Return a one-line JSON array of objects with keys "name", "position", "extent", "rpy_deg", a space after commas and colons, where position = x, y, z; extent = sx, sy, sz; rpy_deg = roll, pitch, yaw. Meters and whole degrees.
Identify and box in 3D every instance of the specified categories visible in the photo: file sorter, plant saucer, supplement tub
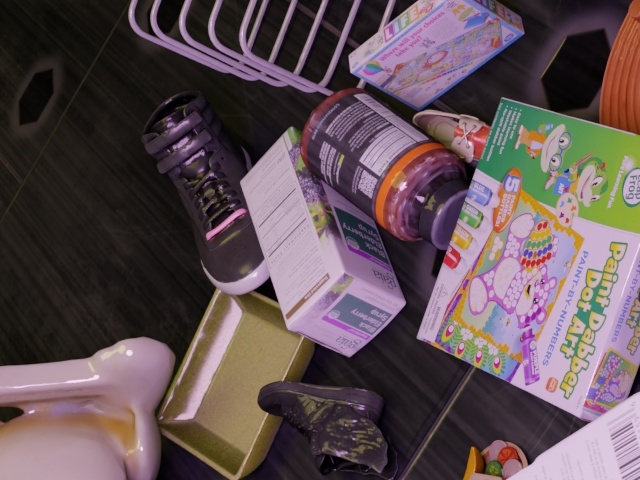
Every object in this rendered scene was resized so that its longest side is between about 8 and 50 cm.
[{"name": "file sorter", "position": [-0.070, -0.279, 2.062], "extent": [0.277, 0.193, 0.173], "rpy_deg": [19, 87, 54]}, {"name": "plant saucer", "position": [-0.083, 0.153, 1.939], "extent": [0.188, 0.045, 0.188], "rpy_deg": [23, 87, 54]}, {"name": "supplement tub", "position": [0.075, -0.068, 1.805], "extent": [0.198, 0.106, 0.106], "rpy_deg": [40, 102, 37]}]

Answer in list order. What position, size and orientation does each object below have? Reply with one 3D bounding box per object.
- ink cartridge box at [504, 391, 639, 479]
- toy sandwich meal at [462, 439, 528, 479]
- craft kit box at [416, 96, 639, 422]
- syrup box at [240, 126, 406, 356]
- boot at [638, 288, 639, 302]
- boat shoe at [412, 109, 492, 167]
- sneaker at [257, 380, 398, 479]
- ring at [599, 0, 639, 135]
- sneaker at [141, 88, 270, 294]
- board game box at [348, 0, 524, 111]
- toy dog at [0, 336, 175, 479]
[{"name": "ink cartridge box", "position": [0.222, 0.298, 1.458], "extent": [0.239, 0.060, 0.275], "rpy_deg": [-39, 44, 32]}, {"name": "toy sandwich meal", "position": [0.153, 0.220, 1.616], "extent": [0.085, 0.029, 0.085], "rpy_deg": [-29, 49, 39]}, {"name": "craft kit box", "position": [0.214, 0.013, 1.619], "extent": [0.246, 0.061, 0.250], "rpy_deg": [23, 95, 52]}, {"name": "syrup box", "position": [0.000, 0.000, 1.885], "extent": [0.096, 0.093, 0.237], "rpy_deg": [-46, 40, 23]}, {"name": "boot", "position": [0.401, -0.067, 1.337], "extent": [0.377, 0.138, 0.284], "rpy_deg": [5, 90, 57]}, {"name": "boat shoe", "position": [0.147, -0.104, 1.809], "extent": [0.137, 0.043, 0.049], "rpy_deg": [25, 87, 53]}, {"name": "sneaker", "position": [0.003, 0.191, 1.780], "extent": [0.170, 0.051, 0.089], "rpy_deg": [0, 61, 29]}, {"name": "ring", "position": [0.373, -0.168, 1.575], "extent": [0.336, 0.032, 0.336], "rpy_deg": [-28, 49, 38]}, {"name": "sneaker", "position": [-0.131, -0.060, 2.004], "extent": [0.104, 0.147, 0.296], "rpy_deg": [-34, 35, 10]}, {"name": "board game box", "position": [0.119, -0.202, 1.850], "extent": [0.154, 0.103, 0.026], "rpy_deg": [-35, 45, 33]}, {"name": "toy dog", "position": [-0.294, 0.359, 1.873], "extent": [0.395, 0.284, 0.408], "rpy_deg": [115, 150, -51]}]
